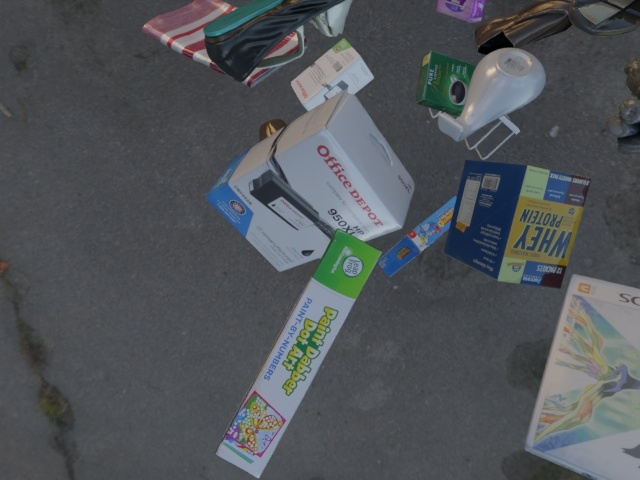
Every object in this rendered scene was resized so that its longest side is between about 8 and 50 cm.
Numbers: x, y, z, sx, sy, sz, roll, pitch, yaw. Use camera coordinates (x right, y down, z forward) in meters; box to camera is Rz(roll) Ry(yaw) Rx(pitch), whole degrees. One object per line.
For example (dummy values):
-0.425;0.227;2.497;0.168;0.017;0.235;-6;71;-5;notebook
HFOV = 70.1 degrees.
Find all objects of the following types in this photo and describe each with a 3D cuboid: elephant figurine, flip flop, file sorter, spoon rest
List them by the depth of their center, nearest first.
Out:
0.499;-0.405;0.762;0.112;0.277;0.080;45;154;5;flip flop
0.331;-0.285;0.900;0.276;0.084;0.137;-41;70;-17;spoon rest
0.740;-0.296;0.975;0.186;0.239;0.169;53;153;-12;elephant figurine
0.576;-0.469;1.740;0.277;0.193;0.173;36;119;-13;file sorter

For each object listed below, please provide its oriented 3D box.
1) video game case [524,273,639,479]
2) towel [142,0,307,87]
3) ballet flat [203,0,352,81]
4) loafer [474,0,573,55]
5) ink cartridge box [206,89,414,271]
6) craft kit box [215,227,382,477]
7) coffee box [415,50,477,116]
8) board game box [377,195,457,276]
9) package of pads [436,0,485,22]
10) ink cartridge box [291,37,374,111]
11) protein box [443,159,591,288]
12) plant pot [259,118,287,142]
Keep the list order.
0.515;0.228;0.707;0.299;0.329;0.036;15;152;30;video game case
-0.226;-0.494;1.102;0.329;0.237;0.037;30;146;15;towel
-0.030;-0.317;0.637;0.280;0.095;0.096;-32;134;-1;ballet flat
0.713;-0.727;1.604;0.133;0.365;0.130;32;71;-36;loafer
-0.026;-0.117;1.071;0.394;0.166;0.285;-21;122;38;ink cartridge box
-0.015;0.110;0.551;0.060;0.250;0.247;26;90;3;craft kit box
0.306;-0.341;1.022;0.184;0.040;0.113;8;89;-18;coffee box
0.410;-0.010;1.860;0.086;0.302;0.308;51;155;8;board game box
0.225;-0.385;0.730;0.031;0.083;0.050;-18;133;-24;package of pads
0.040;-0.621;1.771;0.272;0.198;0.115;-36;135;13;ink cartridge box
0.362;-0.039;0.874;0.135;0.200;0.201;8;100;-15;protein box
-0.162;-0.369;1.868;0.215;0.215;0.231;-22;80;14;plant pot
